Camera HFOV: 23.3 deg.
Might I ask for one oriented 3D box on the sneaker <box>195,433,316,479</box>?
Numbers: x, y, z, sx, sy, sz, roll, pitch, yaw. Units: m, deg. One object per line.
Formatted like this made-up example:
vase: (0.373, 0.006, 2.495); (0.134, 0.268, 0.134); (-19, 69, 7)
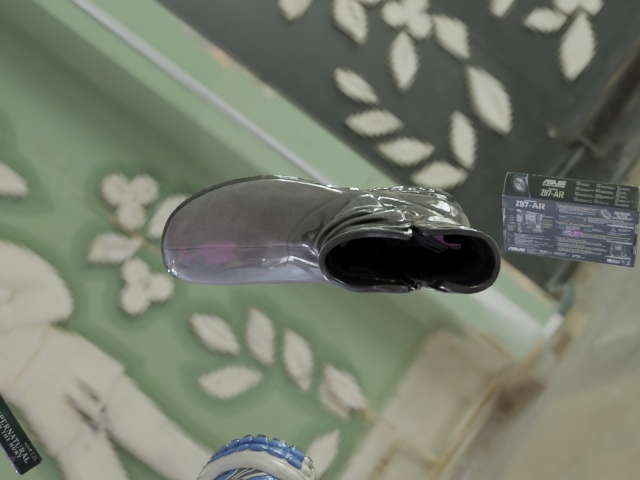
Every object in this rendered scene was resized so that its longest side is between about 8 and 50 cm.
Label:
sneaker: (-0.059, 0.133, 0.642); (0.135, 0.052, 0.058); (-44, 20, 33)

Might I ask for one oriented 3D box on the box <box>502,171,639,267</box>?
box: (0.155, -0.012, 0.957); (0.067, 0.083, 0.018); (76, -156, -57)

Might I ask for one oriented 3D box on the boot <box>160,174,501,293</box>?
boot: (0.000, 0.000, 1.561); (0.223, 0.338, 0.118); (-101, 4, -79)

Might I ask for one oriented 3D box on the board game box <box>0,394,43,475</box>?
board game box: (-0.317, 0.120, 1.398); (0.026, 0.186, 0.126); (-32, 11, -14)
